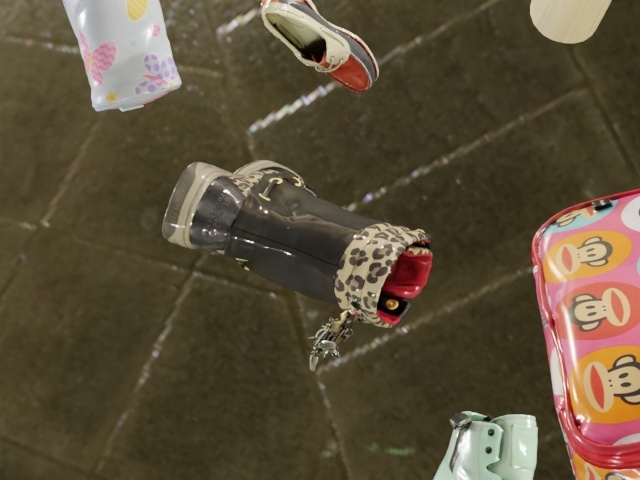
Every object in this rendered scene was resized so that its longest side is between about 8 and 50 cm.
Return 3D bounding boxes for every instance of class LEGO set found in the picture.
[{"bbox_3d":[0.009,0.063,0.934,0.023,0.083,0.054,37,50,12],"label":"LEGO set"}]

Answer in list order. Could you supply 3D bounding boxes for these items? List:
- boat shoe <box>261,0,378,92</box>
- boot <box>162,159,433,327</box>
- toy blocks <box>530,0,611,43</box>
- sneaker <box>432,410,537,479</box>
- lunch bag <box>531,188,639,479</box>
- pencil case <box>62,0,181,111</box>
[{"bbox_3d":[-0.001,-0.174,1.167,0.049,0.137,0.043,-29,34,32],"label":"boat shoe"},{"bbox_3d":[0.000,0.000,1.631,0.284,0.377,0.138,21,94,18],"label":"boot"},{"bbox_3d":[0.184,-0.326,0.714,0.288,0.260,0.309,-27,71,-16],"label":"toy blocks"},{"bbox_3d":[0.209,0.264,1.349,0.256,0.094,0.151,24,103,51],"label":"sneaker"},{"bbox_3d":[0.282,0.064,0.867,0.258,0.120,0.293,-14,31,11],"label":"lunch bag"},{"bbox_3d":[-0.257,-0.291,1.573,0.124,0.113,0.273,-7,102,54],"label":"pencil case"}]
